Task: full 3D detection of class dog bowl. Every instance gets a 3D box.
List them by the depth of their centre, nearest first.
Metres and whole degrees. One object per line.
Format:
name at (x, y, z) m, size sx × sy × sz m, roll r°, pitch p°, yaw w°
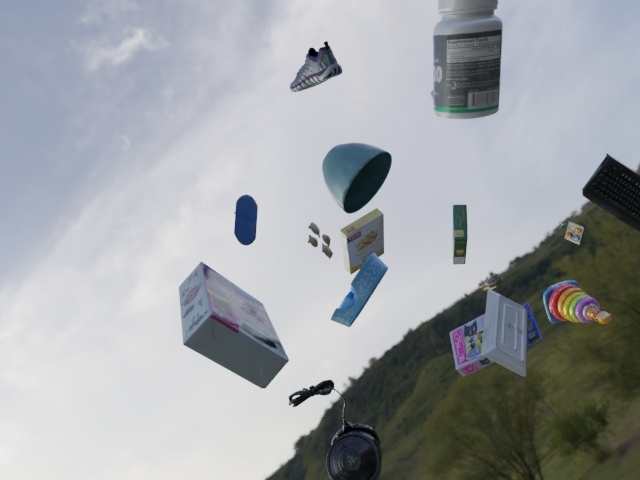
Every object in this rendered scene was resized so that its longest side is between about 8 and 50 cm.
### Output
dog bowl at (0.137, 0.179, 1.745) m, size 0.297 × 0.074 × 0.166 m, roll -62°, pitch -12°, yaw 29°

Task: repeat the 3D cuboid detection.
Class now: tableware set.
tableware set at (0.000, 0.000, 2.275) m, size 0.020 × 0.141 × 0.169 m, roll -34°, pitch -58°, yaw 31°

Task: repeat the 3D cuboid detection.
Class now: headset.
headset at (0.062, 0.548, 1.271) m, size 0.185 × 0.393 × 0.243 m, roll -21°, pitch -11°, yaw 2°

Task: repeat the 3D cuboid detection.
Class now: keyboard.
keyboard at (0.854, -0.138, 1.331) m, size 0.317 × 0.033 × 0.201 m, roll 24°, pitch -74°, yaw -20°

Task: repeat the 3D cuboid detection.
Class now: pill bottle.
pill bottle at (0.449, -0.569, 1.550) m, size 0.204 × 0.204 × 0.360 m, roll -18°, pitch -64°, yaw -28°

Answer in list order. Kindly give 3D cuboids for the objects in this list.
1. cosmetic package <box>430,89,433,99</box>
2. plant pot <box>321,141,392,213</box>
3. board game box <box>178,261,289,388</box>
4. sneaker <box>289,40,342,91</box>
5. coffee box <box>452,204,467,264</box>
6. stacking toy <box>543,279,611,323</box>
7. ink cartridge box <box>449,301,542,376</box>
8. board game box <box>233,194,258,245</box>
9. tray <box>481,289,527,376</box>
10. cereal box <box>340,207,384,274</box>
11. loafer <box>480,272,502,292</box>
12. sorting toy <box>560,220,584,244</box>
cosmetic package at (0.475, -0.535, 1.957) m, size 0.041 × 0.060 × 0.115 m, roll -54°, pitch -50°, yaw -23°
plant pot at (0.120, -0.281, 2.037) m, size 0.290 × 0.195 × 0.290 m, roll -41°, pitch -24°, yaw -22°
board game box at (-0.220, 0.196, 1.225) m, size 0.224 × 0.303 × 0.097 m, roll 39°, pitch -87°, yaw -26°
sneaker at (-0.023, -0.498, 1.458) m, size 0.083 × 0.224 × 0.098 m, roll -29°, pitch -74°, yaw -33°
coffee box at (0.405, -0.014, 1.472) m, size 0.041 × 0.113 × 0.184 m, roll 0°, pitch -27°, yaw 14°
stacking toy at (1.075, 0.281, 2.075) m, size 0.175 × 0.165 × 0.302 m, roll -20°, pitch 10°, yaw -5°
ink cartridge box at (0.619, 0.344, 1.821) m, size 0.311 × 0.185 × 0.065 m, roll -34°, pitch -63°, yaw 26°
board game box at (-0.257, -0.067, 1.667) m, size 0.133 × 0.033 × 0.168 m, roll 11°, pitch -100°, yaw -65°
tray at (0.564, 0.265, 1.519) m, size 0.030 × 0.145 × 0.270 m, roll -60°, pitch 2°, yaw 44°
cereal box at (0.163, 0.006, 1.917) m, size 0.173 × 0.047 × 0.240 m, roll -31°, pitch -36°, yaw -16°
loafer at (0.628, 0.158, 1.831) m, size 0.056 × 0.050 × 0.148 m, roll -53°, pitch -6°, yaw -9°
sorting toy at (0.777, -0.027, 1.575) m, size 0.012 × 0.083 × 0.061 m, roll -9°, pitch -66°, yaw -22°
